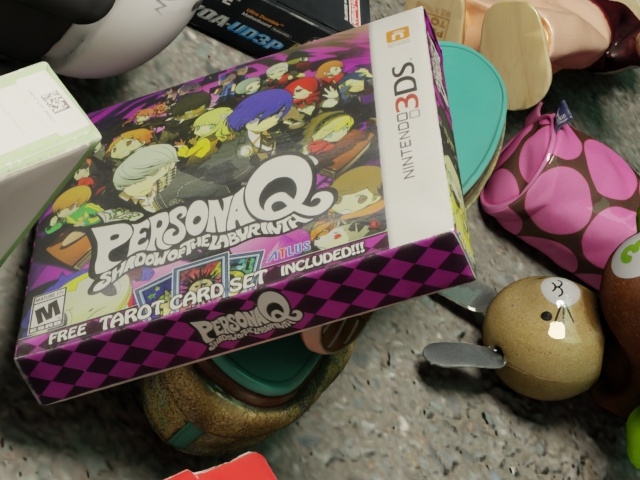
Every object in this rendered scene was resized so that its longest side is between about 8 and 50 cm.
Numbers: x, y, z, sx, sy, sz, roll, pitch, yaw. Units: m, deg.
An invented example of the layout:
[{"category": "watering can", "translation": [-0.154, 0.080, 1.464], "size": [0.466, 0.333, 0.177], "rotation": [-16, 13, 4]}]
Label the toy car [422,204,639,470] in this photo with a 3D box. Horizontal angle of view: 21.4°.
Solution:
[{"category": "toy car", "translation": [0.161, 0.050, 1.108], "size": [0.188, 0.149, 0.155], "rotation": [7, 39, 0]}]

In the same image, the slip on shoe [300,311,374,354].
[{"category": "slip on shoe", "translation": [0.012, 0.005, 0.908], "size": [0.041, 0.051, 0.135], "rotation": [9, 53, 22]}]

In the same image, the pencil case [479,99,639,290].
[{"category": "pencil case", "translation": [0.223, -0.012, 1.245], "size": [0.209, 0.095, 0.098], "rotation": [35, 41, -18]}]

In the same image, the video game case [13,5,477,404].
[{"category": "video game case", "translation": [-0.041, -0.024, 0.900], "size": [0.210, 0.232, 0.042], "rotation": [-91, 161, -52]}]

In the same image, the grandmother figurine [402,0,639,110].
[{"category": "grandmother figurine", "translation": [0.177, -0.158, 1.296], "size": [0.208, 0.104, 0.342], "rotation": [28, 21, 25]}]

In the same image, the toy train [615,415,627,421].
[{"category": "toy train", "translation": [0.263, 0.113, 1.223], "size": [0.158, 0.027, 0.036], "rotation": [1, 60, -41]}]

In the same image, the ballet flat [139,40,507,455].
[{"category": "ballet flat", "translation": [0.000, 0.000, 1.008], "size": [0.123, 0.123, 0.348], "rotation": [42, 47, -5]}]

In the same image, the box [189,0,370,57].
[{"category": "box", "translation": [-0.049, -0.228, 1.215], "size": [0.175, 0.051, 0.220], "rotation": [24, 44, -25]}]

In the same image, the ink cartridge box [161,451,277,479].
[{"category": "ink cartridge box", "translation": [-0.093, 0.198, 0.791], "size": [0.231, 0.078, 0.134], "rotation": [-16, 70, -48]}]

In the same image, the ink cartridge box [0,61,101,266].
[{"category": "ink cartridge box", "translation": [-0.224, 0.017, 0.755], "size": [0.056, 0.171, 0.235], "rotation": [52, 40, 8]}]

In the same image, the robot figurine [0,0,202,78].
[{"category": "robot figurine", "translation": [-0.189, -0.204, 0.971], "size": [0.278, 0.173, 0.209], "rotation": [22, 63, -26]}]
